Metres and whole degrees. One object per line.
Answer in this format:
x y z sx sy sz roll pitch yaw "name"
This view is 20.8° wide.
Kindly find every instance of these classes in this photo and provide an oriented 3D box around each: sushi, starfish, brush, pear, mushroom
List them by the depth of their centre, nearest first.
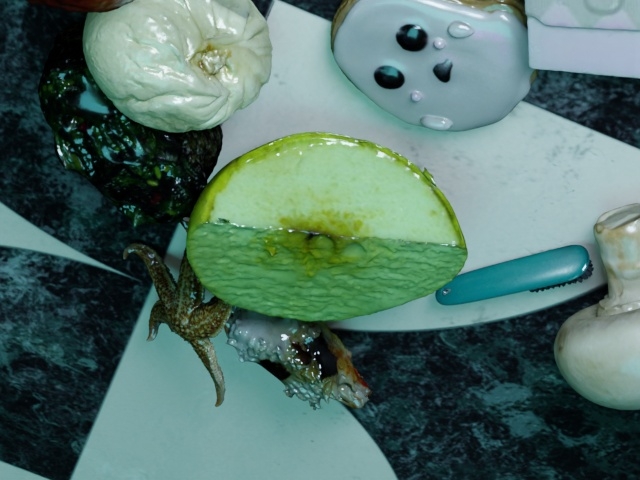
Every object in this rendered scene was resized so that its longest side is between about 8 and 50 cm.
-0.198 -0.119 1.805 0.124 0.127 0.225 -16 127 31 "sushi"
0.328 0.084 1.816 0.209 0.206 0.206 45 134 -4 "mushroom"
-0.004 -0.004 1.861 0.288 0.139 0.239 5 146 -8 "pear"
0.214 0.044 1.914 0.193 0.043 0.032 -16 146 34 "brush"
-0.149 0.089 2.012 0.213 0.057 0.238 0 109 53 "starfish"
-0.029 0.126 2.037 0.226 0.103 0.097 34 122 -14 "sushi"

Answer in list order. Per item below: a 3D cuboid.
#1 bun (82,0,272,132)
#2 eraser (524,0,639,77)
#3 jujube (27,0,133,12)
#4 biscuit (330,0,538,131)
-0.134 -0.185 1.689 0.188 0.164 0.111 34 171 -26 "bun"
0.280 -0.308 1.471 0.213 0.082 0.397 5 137 14 "eraser"
-0.267 -0.320 1.561 0.290 0.197 0.197 33 138 4 "jujube"
0.109 -0.178 1.699 0.208 0.049 0.181 13 138 2 "biscuit"
